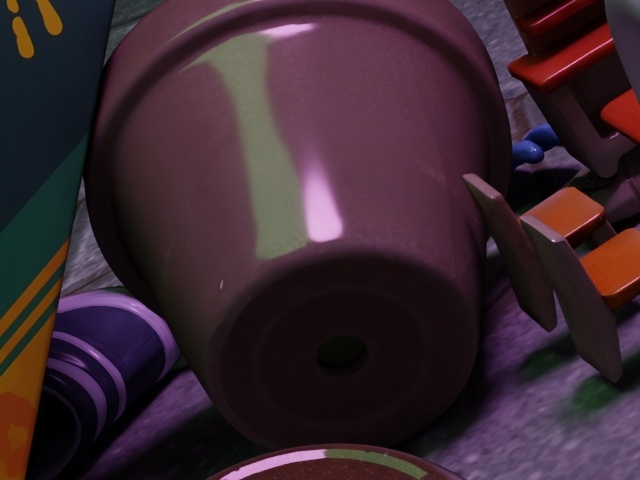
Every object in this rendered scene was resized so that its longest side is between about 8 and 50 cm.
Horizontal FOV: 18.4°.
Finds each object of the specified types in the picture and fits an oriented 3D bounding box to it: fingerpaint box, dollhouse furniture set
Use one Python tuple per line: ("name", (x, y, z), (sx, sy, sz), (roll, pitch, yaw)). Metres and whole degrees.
("fingerpaint box", (-0.304, 0.020, 1.284), (0.445, 0.163, 0.371), (-15, 63, 61))
("dollhouse furniture set", (0.194, -0.082, 1.079), (0.262, 0.135, 0.259), (-32, 26, -7))

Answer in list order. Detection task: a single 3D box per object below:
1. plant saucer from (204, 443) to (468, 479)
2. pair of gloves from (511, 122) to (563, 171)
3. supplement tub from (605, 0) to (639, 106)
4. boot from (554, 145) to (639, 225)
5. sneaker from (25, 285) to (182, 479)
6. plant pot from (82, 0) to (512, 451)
("plant saucer", (-0.002, 0.144, 0.869), (0.198, 0.036, 0.198), (-7, 28, 4))
("pair of gloves", (0.171, -0.084, 1.345), (0.198, 0.023, 0.159), (-33, 1, -19))
("supplement tub", (0.307, -0.095, 0.806), (0.325, 0.235, 0.235), (-31, 16, 2))
("boot", (0.176, -0.040, 1.235), (0.087, 0.042, 0.118), (-37, 12, -2))
("sneaker", (-0.243, 0.119, 1.406), (0.282, 0.099, 0.153), (-17, 19, 31))
("plant pot", (0.000, 0.000, 1.135), (0.263, 0.263, 0.229), (-28, 35, 9))
